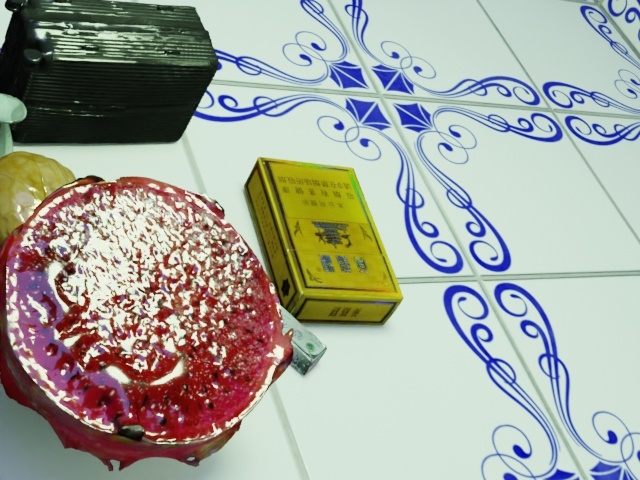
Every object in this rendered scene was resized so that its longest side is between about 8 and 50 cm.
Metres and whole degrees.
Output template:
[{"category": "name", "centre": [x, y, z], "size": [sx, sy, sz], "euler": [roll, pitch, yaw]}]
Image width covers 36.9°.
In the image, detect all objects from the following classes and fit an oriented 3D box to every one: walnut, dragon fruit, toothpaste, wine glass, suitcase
[{"category": "walnut", "centre": [-0.416, -0.034, 1.371], "size": [0.159, 0.159, 0.207], "euler": [1, 53, -29]}, {"category": "dragon fruit", "centre": [-0.246, 0.119, 1.238], "size": [0.386, 0.249, 0.371], "euler": [24, 54, -21]}, {"category": "toothpaste", "centre": [-0.078, 0.124, 1.496], "size": [0.196, 0.040, 0.047], "euler": [41, 38, 11]}, {"category": "wine glass", "centre": [-0.486, -0.142, 1.432], "size": [0.073, 0.155, 0.073], "euler": [15, 41, -13]}, {"category": "suitcase", "centre": [-0.359, -0.268, 1.575], "size": [0.335, 0.229, 0.152], "euler": [-4, 60, -34]}]

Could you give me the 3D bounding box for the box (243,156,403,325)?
[{"category": "box", "centre": [0.000, 0.000, 1.628], "size": [0.192, 0.084, 0.301], "euler": [4, 48, -27]}]

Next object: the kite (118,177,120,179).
[{"category": "kite", "centre": [-0.321, -0.021, 1.519], "size": [0.127, 0.016, 0.229], "euler": [33, 38, 7]}]
